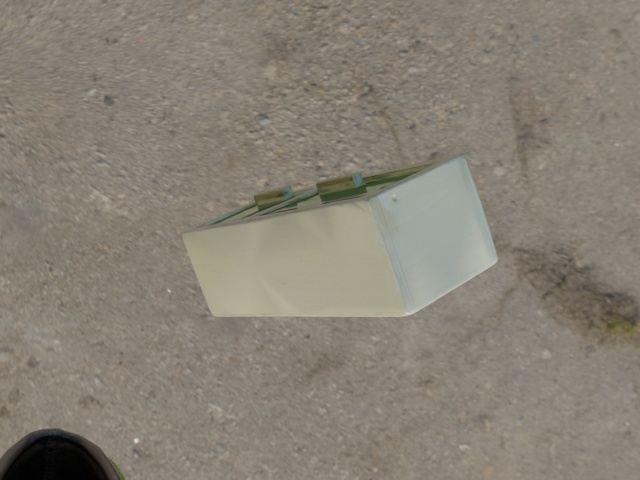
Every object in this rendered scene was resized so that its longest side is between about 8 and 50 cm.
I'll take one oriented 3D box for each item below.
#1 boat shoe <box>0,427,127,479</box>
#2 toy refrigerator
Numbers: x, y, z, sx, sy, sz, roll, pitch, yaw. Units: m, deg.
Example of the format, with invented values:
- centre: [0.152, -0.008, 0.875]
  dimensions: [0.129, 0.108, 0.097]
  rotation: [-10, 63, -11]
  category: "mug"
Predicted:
- centre: [-0.122, 0.177, 0.349]
  dimensions: [0.117, 0.324, 0.096]
  rotation: [-1, 96, -15]
  category: "boat shoe"
- centre: [0.000, 0.000, 0.658]
  dimensions: [0.102, 0.269, 0.094]
  rotation: [-26, 100, -34]
  category: "toy refrigerator"
